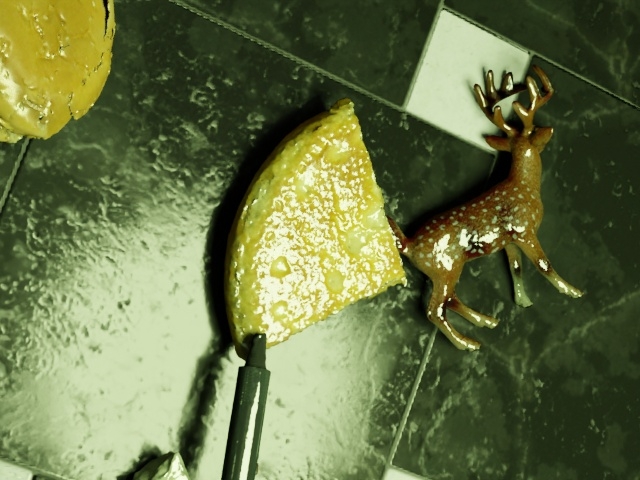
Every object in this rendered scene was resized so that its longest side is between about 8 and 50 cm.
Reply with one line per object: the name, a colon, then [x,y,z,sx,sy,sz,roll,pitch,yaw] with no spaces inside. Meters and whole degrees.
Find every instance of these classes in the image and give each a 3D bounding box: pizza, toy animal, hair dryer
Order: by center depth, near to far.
hair dryer: [-0.093,0.212,1.502,0.128,0.070,0.255,12,76,-25]
pizza: [0.000,0.000,1.592,0.197,0.058,0.292,21,83,-24]
toy animal: [0.187,-0.036,1.661,0.243,0.087,0.260,-29,104,-23]

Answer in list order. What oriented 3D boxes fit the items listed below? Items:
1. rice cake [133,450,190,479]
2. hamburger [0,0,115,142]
rice cake: [-0.117,0.331,1.540,0.057,0.052,0.256,-20,100,11]
hamburger: [-0.278,-0.199,1.406,0.214,0.108,0.213,-3,93,-56]
